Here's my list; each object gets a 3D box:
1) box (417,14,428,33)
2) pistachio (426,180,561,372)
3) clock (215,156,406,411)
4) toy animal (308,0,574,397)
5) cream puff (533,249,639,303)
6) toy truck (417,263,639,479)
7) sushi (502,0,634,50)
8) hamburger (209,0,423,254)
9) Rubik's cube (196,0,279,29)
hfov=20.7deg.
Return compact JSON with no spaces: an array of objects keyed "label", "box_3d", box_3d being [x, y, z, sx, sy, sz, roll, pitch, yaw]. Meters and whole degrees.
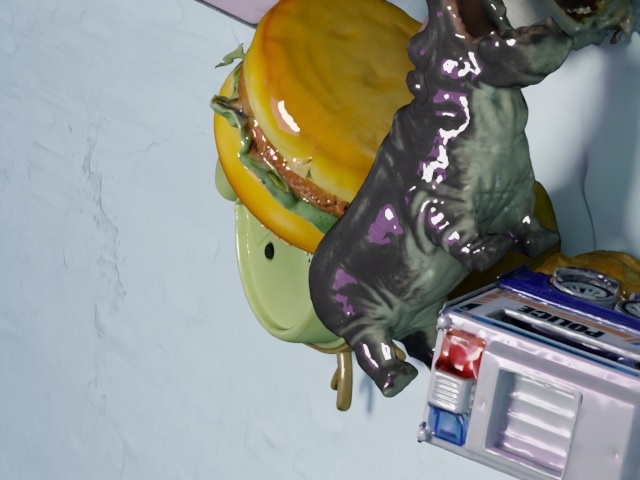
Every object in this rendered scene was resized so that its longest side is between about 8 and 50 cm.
[{"label":"box","box_3d":[0.123,-0.184,1.444,0.063,0.060,0.085,-56,-4,-44]},{"label":"pistachio","box_3d":[0.128,0.028,1.394,0.110,0.100,0.189,19,111,29]},{"label":"clock","box_3d":[0.000,0.000,1.668,0.235,0.096,0.308,-49,50,52]},{"label":"toy animal","box_3d":[0.097,-0.054,1.264,0.168,0.106,0.343,38,122,35]},{"label":"cream puff","box_3d":[0.194,0.072,1.288,0.144,0.103,0.126,31,118,52]},{"label":"toy truck","box_3d":[0.211,0.114,1.121,0.268,0.155,0.124,19,110,31]},{"label":"sushi","box_3d":[0.187,-0.213,1.259,0.291,0.139,0.131,-32,71,57]},{"label":"hamburger","box_3d":[0.013,-0.084,1.480,0.170,0.246,0.246,-51,47,43]},{"label":"Rubik's cube","box_3d":[-0.083,-0.438,1.441,0.359,0.362,0.363,-33,41,56]}]
